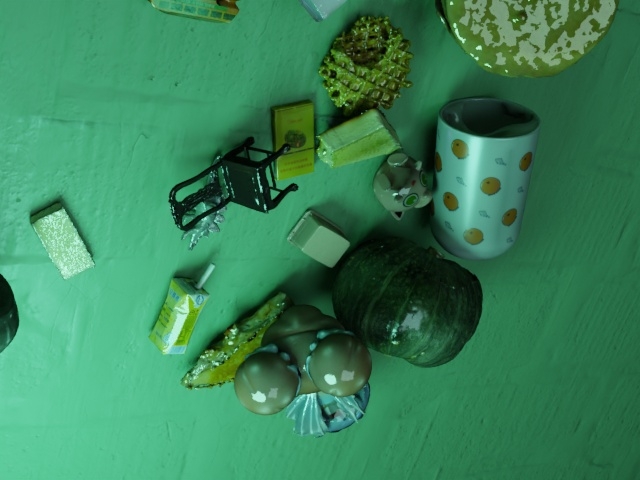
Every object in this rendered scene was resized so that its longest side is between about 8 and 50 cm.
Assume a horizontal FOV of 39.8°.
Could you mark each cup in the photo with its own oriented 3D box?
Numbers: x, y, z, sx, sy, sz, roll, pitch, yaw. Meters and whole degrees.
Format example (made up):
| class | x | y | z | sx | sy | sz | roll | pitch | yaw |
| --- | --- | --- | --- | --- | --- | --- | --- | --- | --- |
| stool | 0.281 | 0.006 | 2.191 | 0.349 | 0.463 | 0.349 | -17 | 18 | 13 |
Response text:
| class | x | y | z | sx | sy | sz | roll | pitch | yaw |
| --- | --- | --- | --- | --- | --- | --- | --- | --- | --- |
| cup | 0.348 | -0.125 | 1.926 | 0.212 | 0.212 | 0.317 | -13 | 125 | -24 |

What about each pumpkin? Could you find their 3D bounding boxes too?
| class | x | y | z | sx | sy | sz | roll | pitch | yaw |
| --- | --- | --- | --- | --- | --- | --- | --- | --- | --- |
| pumpkin | 0.196 | 0.132 | 1.949 | 0.328 | 0.292 | 0.257 | 20 | 98 | -47 |

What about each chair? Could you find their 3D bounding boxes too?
| class | x | y | z | sx | sy | sz | roll | pitch | yaw |
| --- | --- | --- | --- | --- | --- | --- | --- | --- | --- |
| chair | -0.162 | -0.095 | 1.663 | 0.229 | 0.113 | 0.106 | -41 | 134 | -36 |

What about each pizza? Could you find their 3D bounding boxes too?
| class | x | y | z | sx | sy | sz | roll | pitch | yaw |
| --- | --- | --- | --- | --- | --- | --- | --- | --- | --- |
| pizza | -0.170 | 0.234 | 1.924 | 0.297 | 0.071 | 0.189 | -40 | 150 | -6 |

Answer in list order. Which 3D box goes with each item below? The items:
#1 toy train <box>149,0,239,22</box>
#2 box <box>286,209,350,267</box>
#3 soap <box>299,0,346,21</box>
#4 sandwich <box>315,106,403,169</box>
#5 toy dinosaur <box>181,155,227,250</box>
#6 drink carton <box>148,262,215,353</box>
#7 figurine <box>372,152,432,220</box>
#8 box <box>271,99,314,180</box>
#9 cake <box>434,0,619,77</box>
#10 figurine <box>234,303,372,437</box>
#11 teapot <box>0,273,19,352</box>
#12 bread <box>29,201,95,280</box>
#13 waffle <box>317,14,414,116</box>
| class | x | y | z | sx | sy | sz | roll | pitch | yaw |
| --- | --- | --- | --- | --- | --- | --- | --- | --- | --- |
| toy train | -0.218 | -0.431 | 1.490 | 0.188 | 0.072 | 0.099 | 2 | 123 | -32 |
| box | 0.000 | 0.000 | 1.891 | 0.122 | 0.062 | 0.089 | 31 | 99 | -39 |
| soap | -0.061 | -0.520 | 1.449 | 0.109 | 0.193 | 0.323 | -39 | 104 | 1 |
| sandwich | 0.071 | -0.195 | 1.795 | 0.163 | 0.058 | 0.193 | -25 | 166 | 13 |
| toy dinosaur | -0.221 | -0.072 | 1.727 | 0.082 | 0.039 | 0.208 | 4 | 114 | -33 |
| drink carton | -0.277 | 0.132 | 1.794 | 0.075 | 0.084 | 0.199 | 6 | 114 | -45 |
| figurine | 0.174 | -0.119 | 1.883 | 0.125 | 0.125 | 0.138 | -44 | 141 | 0 |
| box | -0.054 | -0.199 | 1.762 | 0.087 | 0.023 | 0.155 | -13 | 124 | -21 |
| cake | 0.384 | -0.495 | 1.685 | 0.333 | 0.321 | 0.332 | 1 | 116 | 2 |
| figurine | -0.021 | 0.288 | 1.878 | 0.277 | 0.248 | 0.388 | -16 | 145 | 3 |
| teapot | -0.703 | 0.189 | 1.488 | 0.300 | 0.253 | 0.344 | 30 | 108 | -6 |
| bread | -0.475 | 0.004 | 1.630 | 0.068 | 0.028 | 0.153 | -29 | 130 | -12 |
| waffle | 0.093 | -0.338 | 1.733 | 0.193 | 0.070 | 0.197 | -42 | 131 | -1 |
